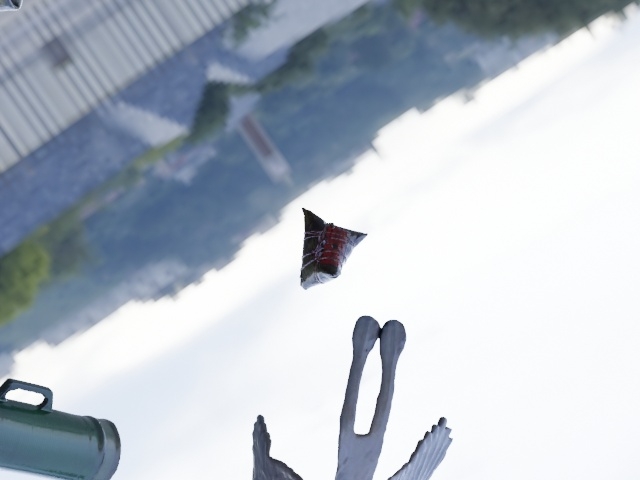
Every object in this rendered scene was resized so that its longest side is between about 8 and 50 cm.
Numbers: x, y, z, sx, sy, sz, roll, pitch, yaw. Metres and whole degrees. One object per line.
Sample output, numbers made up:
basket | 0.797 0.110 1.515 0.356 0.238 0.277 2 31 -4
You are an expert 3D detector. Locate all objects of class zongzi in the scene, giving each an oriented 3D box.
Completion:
zongzi | 0.000 0.000 1.791 0.083 0.073 0.067 -54 -170 -27

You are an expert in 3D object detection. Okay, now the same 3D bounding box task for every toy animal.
toy animal | 0.040 0.270 1.761 0.284 0.225 0.302 105 -9 -64

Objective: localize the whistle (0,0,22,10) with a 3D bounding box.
whistle | -0.483 -0.248 1.847 0.326 0.057 0.068 -9 -173 8

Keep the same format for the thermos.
thermos | -0.282 0.187 1.631 0.188 0.073 0.083 19 131 -42
